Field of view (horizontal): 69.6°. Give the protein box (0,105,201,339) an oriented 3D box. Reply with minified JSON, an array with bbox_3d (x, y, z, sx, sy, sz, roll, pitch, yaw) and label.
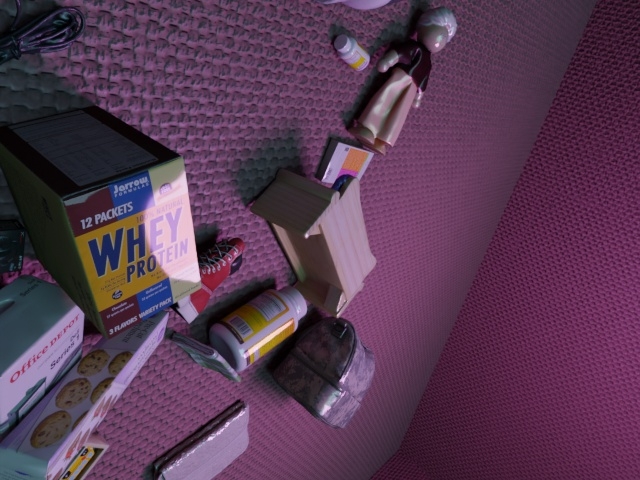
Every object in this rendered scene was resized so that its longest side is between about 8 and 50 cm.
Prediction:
[{"bbox_3d":[-0.272,-0.031,0.574,0.136,0.201,0.200,-31,139,-37],"label":"protein box"}]

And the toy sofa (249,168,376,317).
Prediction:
[{"bbox_3d":[0.000,0.000,1.033,0.177,0.150,0.363,-51,148,-21],"label":"toy sofa"}]

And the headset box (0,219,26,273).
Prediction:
[{"bbox_3d":[-0.417,0.010,0.567,0.083,0.032,0.062,-9,123,-53],"label":"headset box"}]

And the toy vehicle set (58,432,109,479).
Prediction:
[{"bbox_3d":[-0.518,0.448,0.790,0.267,0.035,0.166,-53,148,-10],"label":"toy vehicle set"}]

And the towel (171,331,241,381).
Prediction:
[{"bbox_3d":[-0.233,0.246,0.947,0.023,0.113,0.152,-58,151,-28],"label":"towel"}]

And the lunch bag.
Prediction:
[{"bbox_3d":[0.036,0.374,1.335,0.256,0.212,0.305,-50,148,-14],"label":"lunch bag"}]

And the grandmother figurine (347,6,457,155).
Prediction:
[{"bbox_3d":[0.198,-0.367,1.054,0.343,0.104,0.208,-60,157,6],"label":"grandmother figurine"}]

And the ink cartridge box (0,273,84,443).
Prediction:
[{"bbox_3d":[-0.397,0.180,0.598,0.160,0.092,0.220,-71,-178,-60],"label":"ink cartridge box"}]

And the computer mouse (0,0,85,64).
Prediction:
[{"bbox_3d":[-0.344,-0.274,0.411,0.184,0.060,0.262,-46,158,-28],"label":"computer mouse"}]

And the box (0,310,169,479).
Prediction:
[{"bbox_3d":[-0.322,0.203,0.670,0.324,0.067,0.063,-71,-179,-66],"label":"box"}]

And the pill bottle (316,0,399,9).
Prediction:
[{"bbox_3d":[0.109,-0.483,0.752,0.318,0.176,0.176,-33,140,-35],"label":"pill bottle"}]

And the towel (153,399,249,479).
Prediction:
[{"bbox_3d":[-0.293,0.549,1.180,0.282,0.049,0.187,-28,138,-40],"label":"towel"}]

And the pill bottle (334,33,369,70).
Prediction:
[{"bbox_3d":[0.061,-0.371,0.906,0.083,0.043,0.043,13,105,-57],"label":"pill bottle"}]

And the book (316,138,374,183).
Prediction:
[{"bbox_3d":[0.057,-0.177,1.077,0.144,0.035,0.096,0,119,-54],"label":"book"}]

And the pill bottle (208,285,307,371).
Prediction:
[{"bbox_3d":[-0.133,0.188,1.033,0.215,0.117,0.117,-31,139,-37],"label":"pill bottle"}]

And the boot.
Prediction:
[{"bbox_3d":[-0.206,0.037,0.798,0.176,0.088,0.244,-48,170,-20],"label":"boot"}]
